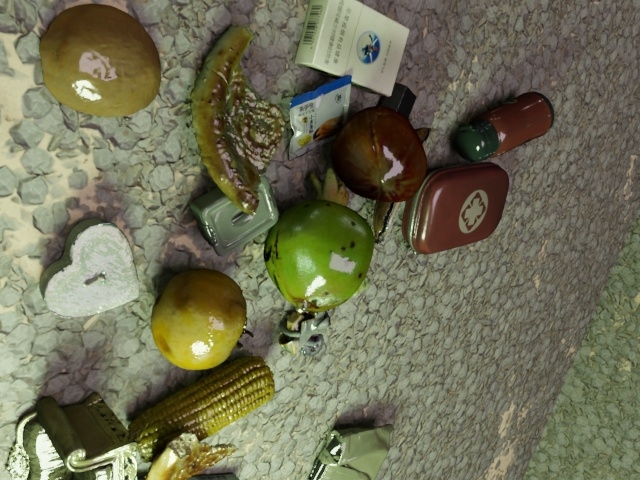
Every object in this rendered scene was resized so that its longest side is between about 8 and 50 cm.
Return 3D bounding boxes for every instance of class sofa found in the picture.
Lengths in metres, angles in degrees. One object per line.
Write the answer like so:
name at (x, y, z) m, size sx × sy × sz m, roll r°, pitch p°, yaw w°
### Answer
sofa at (0.180, -0.316, 1.466) m, size 0.085 × 0.060 × 0.147 m, roll 15°, pitch 97°, yaw -61°
sofa at (-0.469, 0.448, 1.096) m, size 0.181 × 0.200 × 0.259 m, roll -11°, pitch 115°, yaw -41°

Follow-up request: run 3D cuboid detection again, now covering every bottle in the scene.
bottle at (0.533, -0.330, 1.711) m, size 0.336 × 0.144 × 0.144 m, roll -25°, pitch 122°, yaw -29°

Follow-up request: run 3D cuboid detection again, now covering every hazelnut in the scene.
hazelnut at (0.142, -0.186, 1.335) m, size 0.229 × 0.229 × 0.230 m, roll -17°, pitch 118°, yaw -36°

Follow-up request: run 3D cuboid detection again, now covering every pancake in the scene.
pancake at (-0.149, -0.235, 1.133) m, size 0.197 × 0.054 × 0.377 m, roll -11°, pitch 97°, yaw -32°
pancake at (-0.269, 0.488, 1.258) m, size 0.244 × 0.057 × 0.266 m, roll -4°, pitch 136°, yaw -43°

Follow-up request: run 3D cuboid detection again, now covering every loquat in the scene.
loquat at (-0.241, 0.161, 1.182) m, size 0.213 × 0.213 × 0.213 m, roll -17°, pitch 118°, yaw -36°

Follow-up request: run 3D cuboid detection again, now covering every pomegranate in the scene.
pomegranate at (0.000, 0.000, 1.308) m, size 0.260 × 0.260 × 0.341 m, roll 26°, pitch 57°, yaw -44°

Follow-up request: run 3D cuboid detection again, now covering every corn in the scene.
corn at (-0.259, 0.376, 1.303) m, size 0.344 × 0.131 × 0.131 m, roll -26°, pitch 122°, yaw -31°

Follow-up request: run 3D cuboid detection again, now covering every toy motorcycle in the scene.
toy motorcycle at (-0.046, 0.186, 1.438) m, size 0.129 × 0.094 × 0.229 m, roll -9°, pitch 103°, yaw -34°

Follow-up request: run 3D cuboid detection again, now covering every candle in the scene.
candle at (-0.413, 0.062, 1.078) m, size 0.168 × 0.068 × 0.192 m, roll 38°, pitch 83°, yaw -40°

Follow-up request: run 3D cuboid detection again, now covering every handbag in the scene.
handbag at (0.083, 0.695, 1.745) m, size 0.253 × 0.109 × 0.316 m, roll 18°, pitch 100°, yaw -40°

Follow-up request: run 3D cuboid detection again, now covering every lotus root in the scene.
lotus root at (0.195, -0.149, 1.516) m, size 0.330 × 0.078 × 0.167 m, roll -66°, pitch 168°, yaw 5°

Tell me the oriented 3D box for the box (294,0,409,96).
box at (0.076, -0.440, 1.306) m, size 0.256 × 0.069 × 0.164 m, roll 8°, pitch 102°, yaw -42°

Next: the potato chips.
potato chips at (-0.359, -0.298, 0.987) m, size 0.208 × 0.061 × 0.195 m, roll 41°, pitch 77°, yaw -41°

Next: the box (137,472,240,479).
box at (-0.355, 0.652, 1.382) m, size 0.324 × 0.047 × 0.181 m, roll 19°, pitch 94°, yaw -44°

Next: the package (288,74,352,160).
package at (-0.002, -0.273, 1.301) m, size 0.171 × 0.027 × 0.173 m, roll -28°, pitch 148°, yaw -25°

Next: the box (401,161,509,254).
box at (0.403, -0.099, 1.699) m, size 0.403 × 0.108 × 0.263 m, roll -13°, pitch 120°, yaw -38°

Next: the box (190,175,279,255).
box at (-0.184, -0.062, 1.213) m, size 0.172 × 0.092 × 0.124 m, roll -34°, pitch 125°, yaw -27°
